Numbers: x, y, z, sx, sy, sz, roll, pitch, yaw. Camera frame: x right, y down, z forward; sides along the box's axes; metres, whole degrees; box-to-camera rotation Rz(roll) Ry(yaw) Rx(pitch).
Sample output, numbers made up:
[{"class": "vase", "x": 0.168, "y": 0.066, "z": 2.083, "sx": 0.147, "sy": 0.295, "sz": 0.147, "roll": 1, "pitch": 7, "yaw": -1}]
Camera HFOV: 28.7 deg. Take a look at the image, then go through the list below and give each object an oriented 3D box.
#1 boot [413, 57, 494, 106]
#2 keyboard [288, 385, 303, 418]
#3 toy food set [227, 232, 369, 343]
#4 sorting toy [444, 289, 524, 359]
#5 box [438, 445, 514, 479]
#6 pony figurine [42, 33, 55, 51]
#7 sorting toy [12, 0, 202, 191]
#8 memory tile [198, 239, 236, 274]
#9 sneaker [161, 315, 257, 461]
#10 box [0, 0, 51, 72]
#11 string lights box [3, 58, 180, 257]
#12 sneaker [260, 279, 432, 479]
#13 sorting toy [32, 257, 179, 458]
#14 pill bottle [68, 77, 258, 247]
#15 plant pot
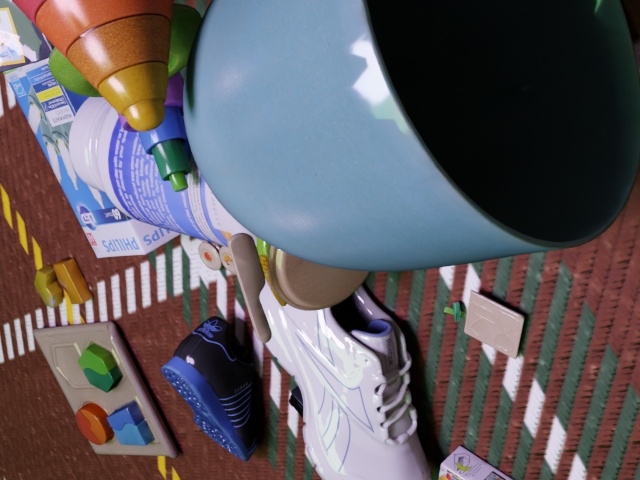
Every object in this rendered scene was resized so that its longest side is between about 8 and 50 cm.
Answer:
[{"class": "boot", "x": 0.073, "y": -0.132, "z": 1.056, "sx": 0.190, "sy": 0.069, "sz": 0.086, "roll": 25, "pitch": 128, "yaw": 22}, {"class": "keyboard", "x": 0.040, "y": 0.234, "z": 1.404, "sx": 0.192, "sy": 0.038, "sz": 0.100, "roll": 48, "pitch": 166, "yaw": 7}, {"class": "toy food set", "x": 0.000, "y": 0.000, "z": 1.134, "sx": 0.038, "sy": 0.192, "sz": 0.132, "roll": 31, "pitch": 142, "yaw": 49}, {"class": "sorting toy", "x": 0.151, "y": 0.071, "z": 1.161, "sx": 0.083, "sy": 0.012, "sz": 0.062, "roll": 28, "pitch": 140, "yaw": 26}, {"class": "box", "x": 0.169, "y": 0.320, "z": 1.313, "sx": 0.114, "sy": 0.036, "sz": 0.207, "roll": 30, "pitch": 137, "yaw": 29}, {"class": "pony figurine", "x": -0.122, "y": -0.341, "z": 0.903, "sx": 0.363, "sy": 0.351, "sz": 0.303, "roll": 55, "pitch": 174, "yaw": 0}, {"class": "sorting toy", "x": -0.135, "y": -0.110, "z": 0.961, "sx": 0.365, "sy": 0.127, "sz": 0.126, "roll": 92, "pitch": 158, "yaw": -79}, {"class": "memory tile", "x": -0.096, "y": -0.009, "z": 1.369, "sx": 0.148, "sy": 0.012, "sz": 0.113, "roll": 7, "pitch": 123, "yaw": 44}, {"class": "sneaker", "x": -0.109, "y": 0.180, "z": 1.484, "sx": 0.081, "sy": 0.090, "sz": 0.232, "roll": 28, "pitch": 157, "yaw": 29}, {"class": "box", "x": -0.261, "y": -0.266, "z": 1.143, "sx": 0.142, "sy": 0.247, "sz": 0.163, "roll": -16, "pitch": 111, "yaw": 6}, {"class": "string lights box", "x": -0.251, "y": -0.113, "z": 1.399, "sx": 0.133, "sy": 0.077, "sz": 0.259, "roll": -5, "pitch": 113, "yaw": 56}, {"class": "sneaker", "x": 0.039, "y": 0.148, "z": 1.263, "sx": 0.129, "sy": 0.111, "sz": 0.297, "roll": -23, "pitch": 97, "yaw": 46}, {"class": "sorting toy", "x": -0.328, "y": 0.172, "z": 1.738, "sx": 0.229, "sy": 0.041, "sz": 0.307, "roll": -6, "pitch": 113, "yaw": 49}, {"class": "pill bottle", "x": -0.122, "y": -0.081, "z": 1.227, "sx": 0.272, "sy": 0.152, "sz": 0.152, "roll": 16, "pitch": 128, "yaw": 40}, {"class": "plant pot", "x": 0.044, "y": -0.109, "z": 0.877, "sx": 0.235, "sy": 0.293, "sz": 0.293, "roll": -19, "pitch": 103, "yaw": 42}]
